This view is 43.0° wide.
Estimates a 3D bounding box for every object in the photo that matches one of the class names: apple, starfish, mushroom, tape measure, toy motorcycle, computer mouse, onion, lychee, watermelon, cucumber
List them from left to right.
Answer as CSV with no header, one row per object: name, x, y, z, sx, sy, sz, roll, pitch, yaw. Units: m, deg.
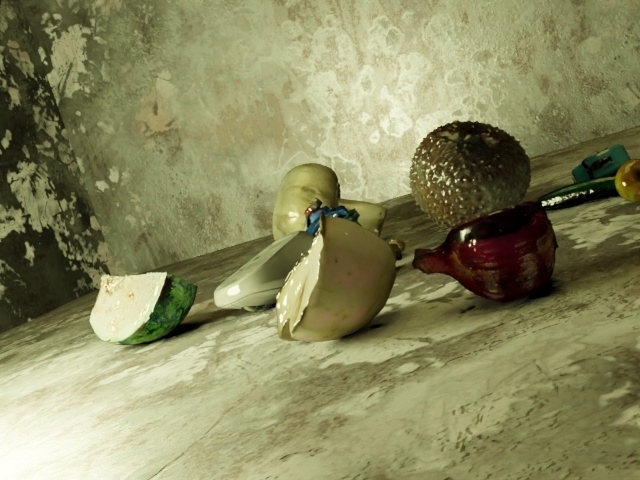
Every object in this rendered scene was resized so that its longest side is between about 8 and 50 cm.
watermelon,-0.406,0.147,1.902,0.305,0.180,0.224,-9,24,46
computer mouse,-0.114,0.088,1.891,0.184,0.121,0.297,-22,15,38
toy motorcycle,0.019,0.015,2.125,0.182,0.241,0.319,23,3,3
mushroom,0.025,-0.073,2.426,0.336,0.314,0.314,13,11,8
mushroom,0.035,0.106,1.327,0.162,0.173,0.236,-86,18,-45
starfish,0.151,0.032,2.032,0.150,0.053,0.210,-7,-3,-23
lychee,0.365,-0.152,1.988,0.300,0.300,0.300,-18,6,2
onion,0.251,0.027,1.242,0.218,0.139,0.195,-17,2,7
cucumber,0.619,-0.113,1.851,0.284,0.056,0.056,-13,8,36
tape measure,0.739,-0.195,2.113,0.146,0.081,0.125,-19,-12,-39
apple,0.652,-0.124,1.670,0.090,0.089,0.074,-17,-7,8

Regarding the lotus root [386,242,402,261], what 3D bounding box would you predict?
lotus root,0.112,0.046,1.776,0.090,0.077,0.183,-11,10,45
